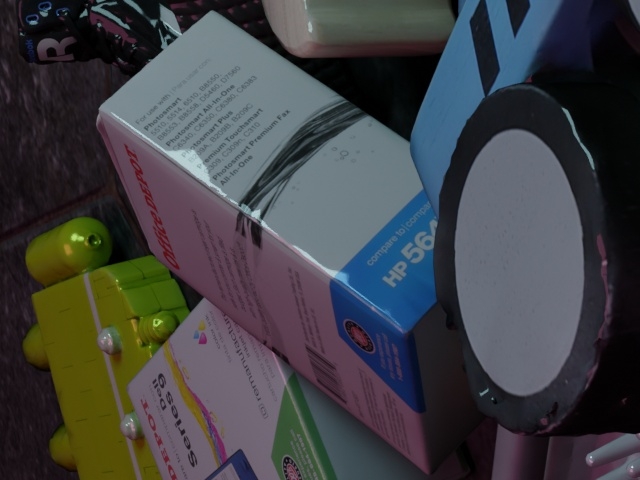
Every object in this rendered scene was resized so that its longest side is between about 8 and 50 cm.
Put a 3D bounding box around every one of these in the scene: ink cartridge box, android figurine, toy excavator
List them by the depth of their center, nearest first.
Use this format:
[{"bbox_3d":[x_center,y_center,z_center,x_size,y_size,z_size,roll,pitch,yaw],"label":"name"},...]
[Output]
[{"bbox_3d":[0.112,-0.126,0.674,0.433,0.222,0.445,112,149,-48],"label":"toy excavator"},{"bbox_3d":[0.000,0.000,0.900,0.203,0.086,0.148,37,160,26],"label":"ink cartridge box"},{"bbox_3d":[-0.021,0.109,1.078,0.154,0.093,0.212,67,152,14],"label":"ink cartridge box"},{"bbox_3d":[-0.149,0.105,1.340,0.273,0.056,0.248,-14,90,63],"label":"android figurine"}]

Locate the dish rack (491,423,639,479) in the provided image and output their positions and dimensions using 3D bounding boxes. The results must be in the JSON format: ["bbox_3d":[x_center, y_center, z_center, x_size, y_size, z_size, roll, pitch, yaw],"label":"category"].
[{"bbox_3d":[0.186,0.173,0.724,0.333,0.072,0.285,52,157,36],"label":"dish rack"}]

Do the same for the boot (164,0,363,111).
[{"bbox_3d":[-0.045,-0.165,1.000,0.246,0.083,0.161,54,-153,-35],"label":"boot"}]

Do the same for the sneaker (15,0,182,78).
[{"bbox_3d":[-0.115,-0.111,1.100,0.079,0.121,0.217,81,165,-62],"label":"sneaker"}]
